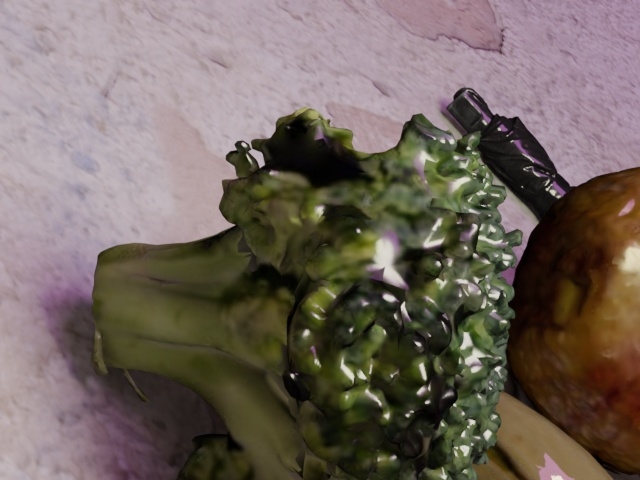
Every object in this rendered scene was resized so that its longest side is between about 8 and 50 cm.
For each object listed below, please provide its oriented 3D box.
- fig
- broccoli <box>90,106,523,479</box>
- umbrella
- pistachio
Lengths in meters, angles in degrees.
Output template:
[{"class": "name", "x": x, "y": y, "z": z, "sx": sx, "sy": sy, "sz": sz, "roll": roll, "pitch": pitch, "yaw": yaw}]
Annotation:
[{"class": "fig", "x": 0.306, "y": 0.083, "z": 1.733, "sx": 0.286, "sy": 0.286, "sz": 0.368, "roll": 49, "pitch": -4, "yaw": 6}, {"class": "broccoli", "x": -0.013, "y": 0.046, "z": 1.255, "sx": 0.281, "sy": 0.293, "sz": 0.348, "roll": 2, "pitch": 23, "yaw": -2}, {"class": "umbrella", "x": 0.221, "y": -0.068, "z": 1.940, "sx": 0.235, "sy": 0.059, "sz": 0.066, "roll": 47, "pitch": 10, "yaw": -1}, {"class": "pistachio", "x": 0.152, "y": 0.200, "z": 1.418, "sx": 0.226, "sy": 0.136, "sz": 0.136, "roll": 48, "pitch": 26, "yaw": 18}]
